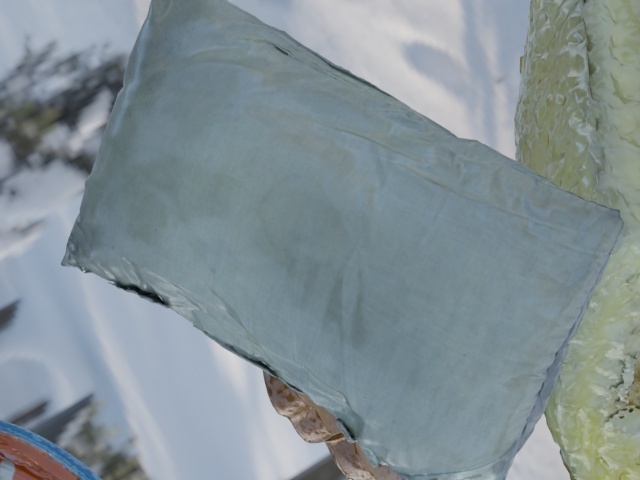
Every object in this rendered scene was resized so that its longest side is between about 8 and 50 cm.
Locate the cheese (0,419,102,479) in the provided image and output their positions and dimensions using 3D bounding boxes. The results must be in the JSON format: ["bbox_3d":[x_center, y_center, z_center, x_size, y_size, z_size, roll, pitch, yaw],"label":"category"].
[{"bbox_3d":[-0.215,0.137,1.095,0.256,0.037,0.106,39,121,3],"label":"cheese"}]

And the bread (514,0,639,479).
[{"bbox_3d":[0.201,-0.048,1.072,0.237,0.165,0.375,92,-179,-46],"label":"bread"}]

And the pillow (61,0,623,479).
[{"bbox_3d":[0.000,0.000,0.716,0.229,0.148,0.050,30,-161,16],"label":"pillow"}]

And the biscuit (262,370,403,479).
[{"bbox_3d":[0.052,0.130,1.607,0.334,0.047,0.202,21,-125,-55],"label":"biscuit"}]
